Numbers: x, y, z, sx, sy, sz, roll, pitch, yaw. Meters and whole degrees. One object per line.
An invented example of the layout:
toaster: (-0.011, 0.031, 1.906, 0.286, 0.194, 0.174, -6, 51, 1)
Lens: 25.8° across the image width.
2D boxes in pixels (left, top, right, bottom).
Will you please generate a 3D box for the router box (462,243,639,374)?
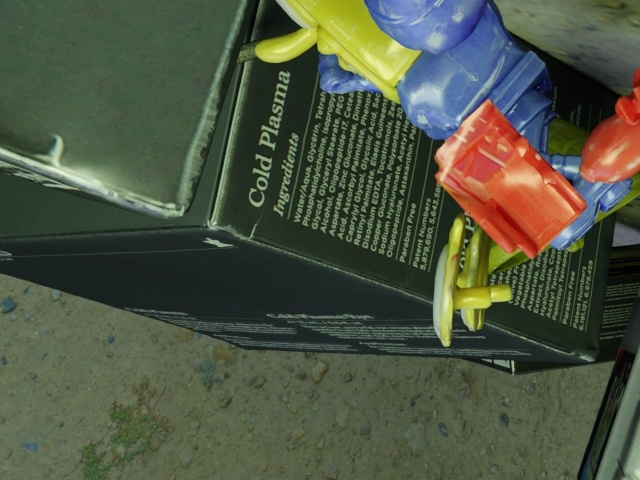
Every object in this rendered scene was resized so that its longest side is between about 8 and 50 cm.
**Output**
router box: (0.268, 0.058, 1.355, 0.308, 0.081, 0.243, -6, -175, -18)

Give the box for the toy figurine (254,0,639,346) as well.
toy figurine: (0.063, -0.107, 0.572, 0.217, 0.191, 0.362, 48, -171, 8)

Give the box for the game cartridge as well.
game cartridge: (0.212, 0.062, 0.834, 0.068, 0.230, 0.355, 23, -179, 10)

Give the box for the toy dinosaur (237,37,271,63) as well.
toy dinosaur: (-0.147, -0.167, 0.708, 0.313, 0.121, 0.160, 12, -172, 16)

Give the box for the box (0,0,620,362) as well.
box: (-0.038, -0.043, 0.896, 0.312, 0.179, 0.343, 20, 165, -41)

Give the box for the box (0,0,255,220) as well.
box: (-0.176, -0.139, 0.406, 0.294, 0.183, 0.296, 20, 178, -19)
